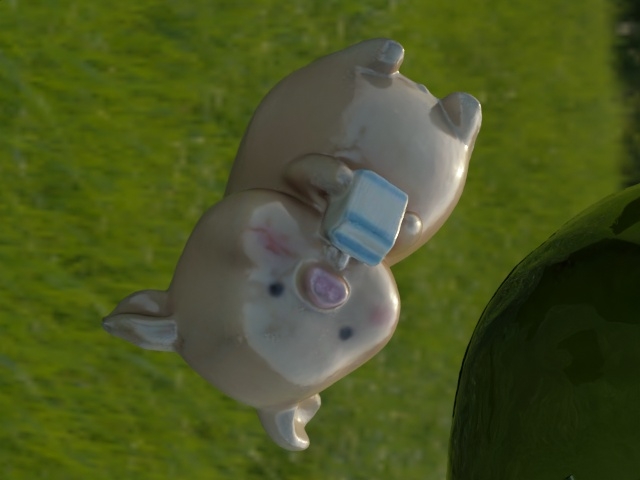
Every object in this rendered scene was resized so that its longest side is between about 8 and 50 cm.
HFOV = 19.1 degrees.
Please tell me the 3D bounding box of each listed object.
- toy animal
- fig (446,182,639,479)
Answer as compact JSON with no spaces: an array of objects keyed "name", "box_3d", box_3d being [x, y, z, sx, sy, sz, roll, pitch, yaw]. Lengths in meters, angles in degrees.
[{"name":"toy animal","box_3d":[-0.001,0.003,1.458,0.195,0.213,0.256,38,55,-16]},{"name":"fig","box_3d":[0.140,0.083,0.517,0.203,0.225,0.203,-20,113,-58]}]
